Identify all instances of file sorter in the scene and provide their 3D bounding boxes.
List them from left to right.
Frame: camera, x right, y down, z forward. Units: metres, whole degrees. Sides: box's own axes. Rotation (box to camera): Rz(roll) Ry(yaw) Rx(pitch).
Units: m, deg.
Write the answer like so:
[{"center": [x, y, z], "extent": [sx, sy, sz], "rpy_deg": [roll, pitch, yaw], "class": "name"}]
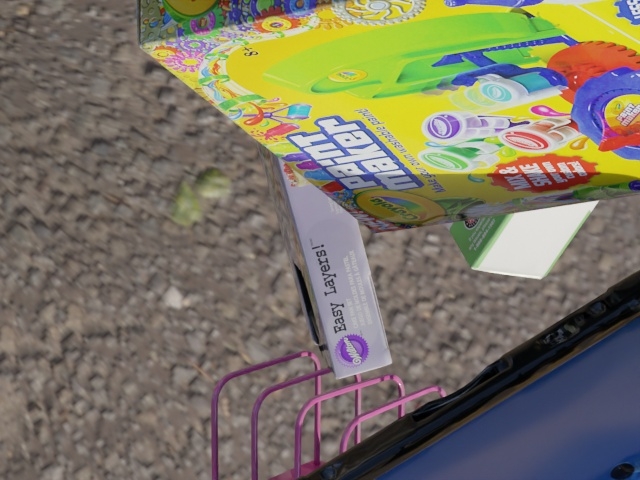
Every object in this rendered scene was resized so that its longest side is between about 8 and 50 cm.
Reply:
[{"center": [0.033, 0.254, 1.759], "extent": [0.202, 0.290, 0.182], "rpy_deg": [-15, 111, -46], "class": "file sorter"}]

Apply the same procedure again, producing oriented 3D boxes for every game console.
[{"center": [0.132, 0.163, 0.901], "extent": [0.293, 0.173, 0.250], "rpy_deg": [-30, 138, -6], "class": "game console"}]

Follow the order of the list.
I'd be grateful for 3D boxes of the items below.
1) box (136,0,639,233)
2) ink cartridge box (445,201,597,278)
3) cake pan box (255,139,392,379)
[{"center": [0.100, -0.143, 0.743], "extent": [0.279, 0.290, 0.177], "rpy_deg": [-8, 71, 22], "class": "box"}, {"center": [0.206, -0.125, 1.739], "extent": [0.117, 0.278, 0.201], "rpy_deg": [7, 128, -33], "class": "ink cartridge box"}, {"center": [0.000, 0.000, 1.596], "extent": [0.070, 0.246, 0.267], "rpy_deg": [-16, 101, -3], "class": "cake pan box"}]
